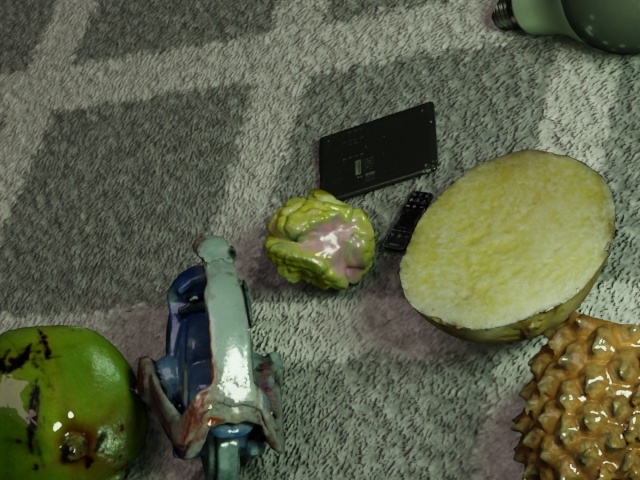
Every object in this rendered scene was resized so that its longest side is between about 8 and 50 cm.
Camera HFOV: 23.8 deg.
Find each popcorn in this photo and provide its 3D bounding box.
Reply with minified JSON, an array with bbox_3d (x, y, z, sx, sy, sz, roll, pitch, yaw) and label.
[{"bbox_3d":[0.000,0.000,1.994,0.145,0.125,0.126,-11,29,6],"label":"popcorn"}]

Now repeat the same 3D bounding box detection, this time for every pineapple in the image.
[{"bbox_3d":[0.287,0.263,1.567,0.223,0.223,0.357,8,70,37],"label":"pineapple"}]

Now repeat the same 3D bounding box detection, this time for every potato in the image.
[{"bbox_3d":[0.237,0.028,1.831,0.239,0.116,0.299,13,54,32],"label":"potato"}]

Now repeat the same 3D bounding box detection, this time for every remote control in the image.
[{"bbox_3d":[0.117,-0.025,2.016,0.039,0.014,0.096,11,62,38],"label":"remote control"}]

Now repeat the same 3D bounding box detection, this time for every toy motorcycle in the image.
[{"bbox_3d":[-0.117,0.144,1.914,0.241,0.182,0.319,-49,38,30],"label":"toy motorcycle"}]

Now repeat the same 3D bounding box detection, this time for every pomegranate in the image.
[{"bbox_3d":[-0.375,0.220,1.993,0.260,0.260,0.341,-50,43,-10],"label":"pomegranate"}]

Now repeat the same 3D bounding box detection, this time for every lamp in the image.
[{"bbox_3d":[0.364,-0.343,2.015,0.182,0.182,0.314,-50,29,-10],"label":"lamp"}]

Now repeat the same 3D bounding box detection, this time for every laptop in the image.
[{"bbox_3d":[0.079,-0.121,2.116,0.180,0.016,0.129,-17,50,20],"label":"laptop"}]
